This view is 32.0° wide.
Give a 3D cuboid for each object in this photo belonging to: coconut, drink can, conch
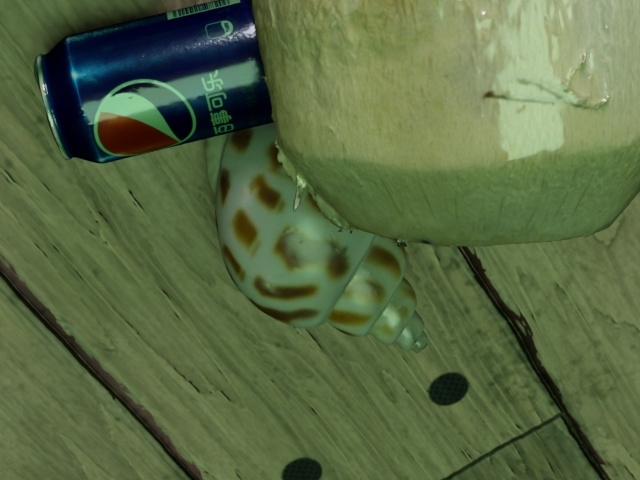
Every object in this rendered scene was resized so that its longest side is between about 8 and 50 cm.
[{"bbox_3d":[0.119,-0.185,0.881,0.346,0.346,0.360,-4,101,-10],"label":"coconut"},{"bbox_3d":[-0.137,-0.139,0.974,0.204,0.118,0.118,-14,122,-2],"label":"drink can"},{"bbox_3d":[0.000,0.000,1.067,0.182,0.149,0.275,-41,118,18],"label":"conch"}]
